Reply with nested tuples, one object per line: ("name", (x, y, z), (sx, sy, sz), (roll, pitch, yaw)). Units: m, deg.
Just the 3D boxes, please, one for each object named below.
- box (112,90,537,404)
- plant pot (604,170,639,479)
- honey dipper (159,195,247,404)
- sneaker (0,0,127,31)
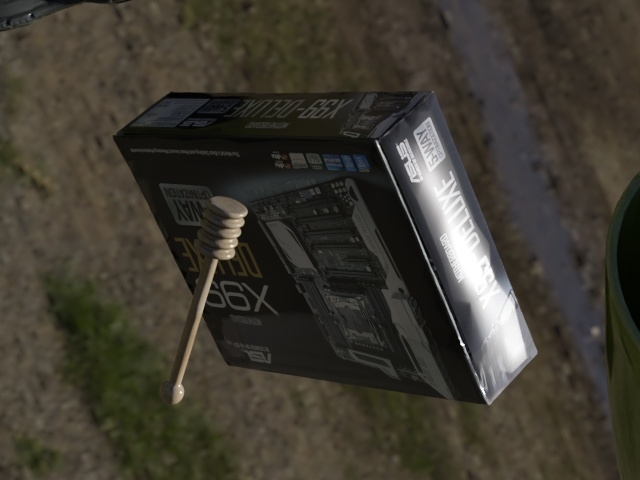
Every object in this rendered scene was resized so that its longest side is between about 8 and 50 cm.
("box", (0.000, 0.000, 1.494), (0.076, 0.307, 0.242), (-42, 121, -34))
("plant pot", (0.289, 0.121, 1.132), (0.293, 0.275, 0.274), (93, -1, -46))
("honey dipper", (-0.089, 0.045, 1.327), (0.030, 0.160, 0.030), (17, 21, -7))
("sneaker", (-0.289, -0.286, 1.898), (0.109, 0.286, 0.130), (-120, -165, -80))
